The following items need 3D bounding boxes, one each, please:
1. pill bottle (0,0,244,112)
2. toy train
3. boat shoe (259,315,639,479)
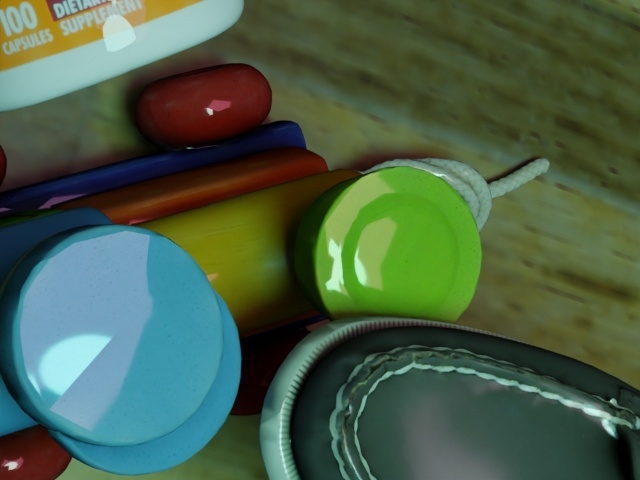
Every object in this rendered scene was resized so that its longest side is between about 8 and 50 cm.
[{"bbox_3d":[-0.084,-0.118,0.549,0.086,0.086,0.152,-25,101,-25],"label":"pill bottle"},{"bbox_3d":[0.000,0.000,0.561,0.248,0.143,0.105,-16,99,-26],"label":"toy train"},{"bbox_3d":[0.091,0.085,0.496,0.227,0.068,0.081,31,77,-22],"label":"boat shoe"}]
